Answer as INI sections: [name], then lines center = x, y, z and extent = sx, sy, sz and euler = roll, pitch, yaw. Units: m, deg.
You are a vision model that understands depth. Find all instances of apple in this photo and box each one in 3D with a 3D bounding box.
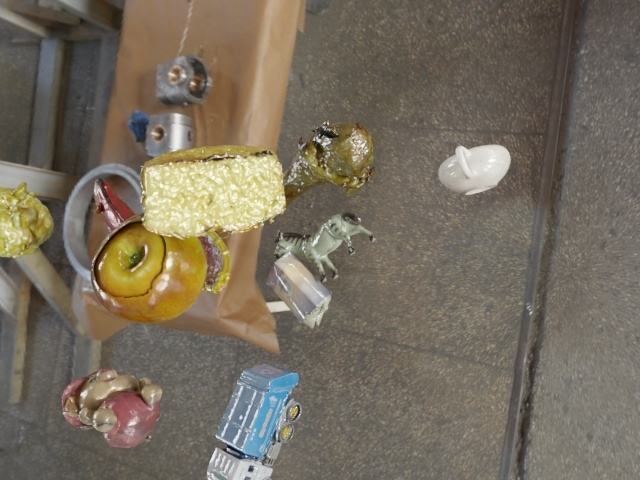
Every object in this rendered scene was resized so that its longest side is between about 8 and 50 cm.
[apple]
center = -0.358, 0.053, 1.113
extent = 0.237, 0.207, 0.237
euler = -5, 56, 7

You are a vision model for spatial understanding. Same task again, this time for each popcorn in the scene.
[popcorn]
center = -0.791, -0.046, 1.371
extent = 0.167, 0.187, 0.185
euler = 29, 62, -9

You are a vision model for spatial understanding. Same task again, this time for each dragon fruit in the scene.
[dragon fruit]
center = -0.670, -0.051, 1.814
extent = 0.100, 0.282, 0.343
euler = -40, 112, -8

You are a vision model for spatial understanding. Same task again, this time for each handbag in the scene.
[handbag]
center = -0.046, 0.121, 1.272
extent = 0.173, 0.095, 0.117
euler = 47, 148, 11

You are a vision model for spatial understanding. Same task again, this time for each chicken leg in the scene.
[chicken leg]
center = 0.006, -0.166, 1.304
extent = 0.361, 0.211, 0.140
euler = -36, 33, 49

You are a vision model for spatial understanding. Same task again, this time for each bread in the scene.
[bread]
center = -0.203, -0.099, 0.979
extent = 0.147, 0.260, 0.160
euler = -130, 31, -57

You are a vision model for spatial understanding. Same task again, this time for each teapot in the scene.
[teapot]
center = 0.311, -0.146, 1.078
extent = 0.145, 0.226, 0.092
euler = -20, 83, 23

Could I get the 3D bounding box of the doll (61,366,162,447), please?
[doll]
center = -0.504, 0.391, 1.288
extent = 0.256, 0.196, 0.152
euler = 9, 81, 47

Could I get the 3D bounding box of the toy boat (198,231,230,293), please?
[toy boat]
center = -0.314, 0.030, 1.341
extent = 0.141, 0.099, 0.318
euler = -49, 58, -1

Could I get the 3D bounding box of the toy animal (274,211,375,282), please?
[toy animal]
center = 0.002, 0.001, 1.263
extent = 0.217, 0.073, 0.176
euler = -42, 69, 13

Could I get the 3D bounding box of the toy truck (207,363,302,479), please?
[toy truck]
center = -0.182, 0.531, 1.494
extent = 0.146, 0.175, 0.367
euler = 6, 68, 40
